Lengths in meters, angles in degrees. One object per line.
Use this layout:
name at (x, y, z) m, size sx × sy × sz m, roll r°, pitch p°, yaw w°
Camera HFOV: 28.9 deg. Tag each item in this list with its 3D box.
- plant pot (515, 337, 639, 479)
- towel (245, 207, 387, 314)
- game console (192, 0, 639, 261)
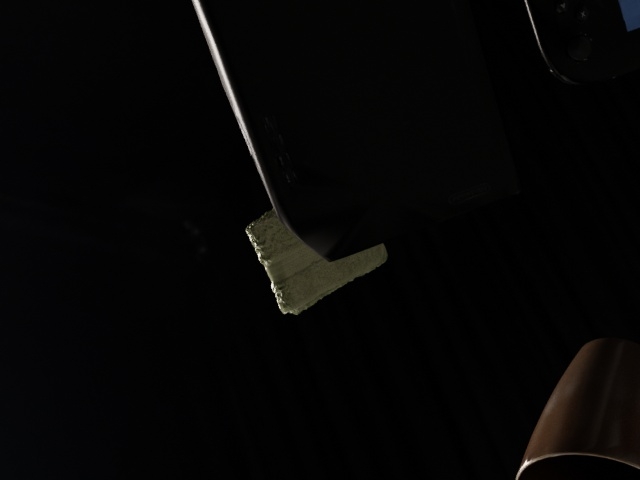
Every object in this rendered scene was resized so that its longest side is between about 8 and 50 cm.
plant pot at (0.396, 0.257, 1.710) m, size 0.215 × 0.230 × 0.215 m, roll 12°, pitch -39°, yaw 10°
towel at (0.000, 0.000, 1.248) m, size 0.148 × 0.110 × 0.027 m, roll -29°, pitch 9°, yaw -33°
game console at (0.120, -0.141, 0.636) m, size 0.361 × 0.044 × 0.213 m, roll -21°, pitch -66°, yaw -2°
